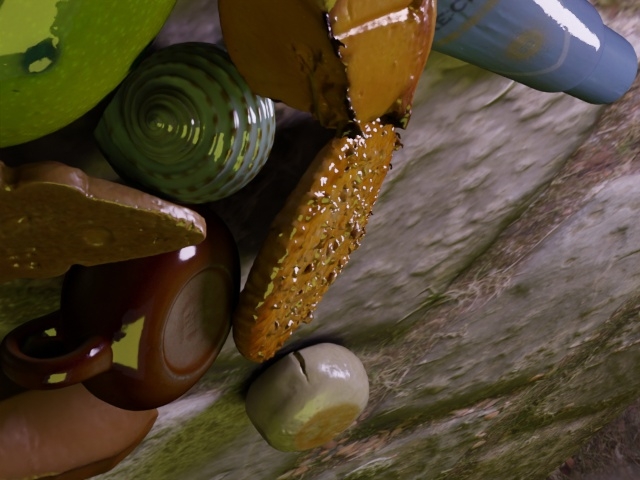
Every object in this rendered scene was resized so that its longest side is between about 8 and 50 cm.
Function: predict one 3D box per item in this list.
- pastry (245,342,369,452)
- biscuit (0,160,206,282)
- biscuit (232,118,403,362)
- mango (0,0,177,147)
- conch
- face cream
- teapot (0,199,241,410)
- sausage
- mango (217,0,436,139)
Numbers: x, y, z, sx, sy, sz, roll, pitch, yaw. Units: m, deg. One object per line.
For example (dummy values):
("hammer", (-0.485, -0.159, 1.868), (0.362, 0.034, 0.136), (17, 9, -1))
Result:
("pastry", (-0.015, 0.192, 1.389), (0.156, 0.092, 0.156), (-27, 147, -19))
("biscuit", (-0.202, -0.014, 0.783), (0.250, 0.035, 0.162), (3, 155, -17))
("biscuit", (0.000, 0.000, 1.002), (0.254, 0.035, 0.254), (-55, 167, -19))
("mango", (-0.124, -0.170, 0.561), (0.293, 0.143, 0.175), (-46, 155, 6))
("conch", (-0.093, -0.074, 0.814), (0.135, 0.102, 0.153), (-22, 158, 15))
("face cream", (0.147, -0.183, 0.916), (0.135, 0.086, 0.385), (-40, 150, 28))
("teapot", (-0.162, 0.053, 0.913), (0.252, 0.135, 0.178), (-31, 130, -51))
("sausage", (-0.255, 0.168, 1.026), (0.241, 0.120, 0.136), (-11, 180, -35))
("mango", (0.006, -0.174, 0.688), (0.154, 0.126, 0.252), (-52, 154, -36))
